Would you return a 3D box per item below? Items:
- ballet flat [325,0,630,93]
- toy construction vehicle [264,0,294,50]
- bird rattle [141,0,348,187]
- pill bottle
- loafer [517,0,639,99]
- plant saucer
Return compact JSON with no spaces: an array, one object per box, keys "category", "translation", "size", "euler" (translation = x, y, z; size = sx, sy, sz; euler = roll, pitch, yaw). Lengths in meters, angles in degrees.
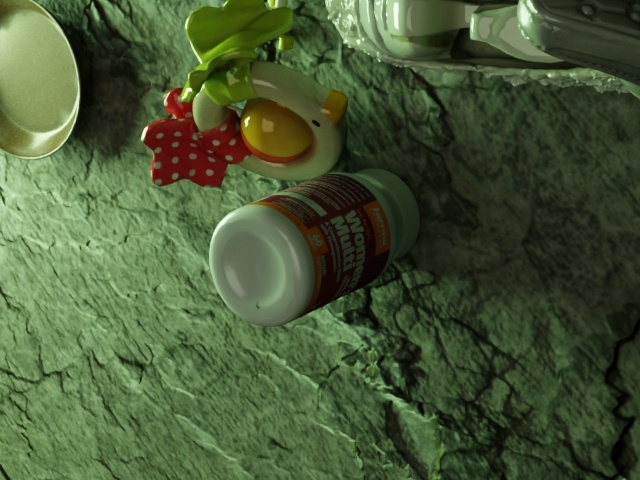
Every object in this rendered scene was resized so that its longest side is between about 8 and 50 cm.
[{"category":"ballet flat","translation":[0.151,-0.214,1.673],"size":[0.409,0.147,0.147],"euler":[11,111,34]},{"category":"toy construction vehicle","translation":[-0.064,-0.247,1.884],"size":[0.098,0.035,0.086],"euler":[22,116,38]},{"category":"bird rattle","translation":[-0.077,-0.121,1.863],"size":[0.207,0.143,0.253],"euler":[23,138,3]},{"category":"pill bottle","translation":[0.000,0.000,1.795],"size":[0.121,0.221,0.121],"euler":[12,112,33]},{"category":"loafer","translation":[0.294,-0.146,1.490],"size":[0.111,0.319,0.112],"euler":[-60,32,37]},{"category":"plant saucer","translation":[-0.342,-0.193,2.101],"size":[0.198,0.036,0.198],"euler":[13,113,33]}]
